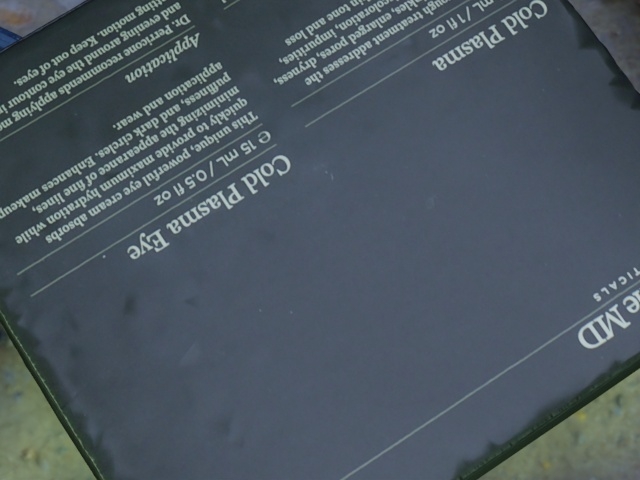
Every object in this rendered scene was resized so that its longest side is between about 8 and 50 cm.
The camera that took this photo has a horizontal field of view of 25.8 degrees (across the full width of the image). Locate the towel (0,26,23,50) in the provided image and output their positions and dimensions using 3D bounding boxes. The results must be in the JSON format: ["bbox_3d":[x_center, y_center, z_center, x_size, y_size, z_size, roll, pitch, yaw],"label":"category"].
[{"bbox_3d":[-0.224,-0.083,0.873,0.067,0.029,0.119,27,66,1],"label":"towel"}]

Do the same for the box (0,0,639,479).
[{"bbox_3d":[0.000,0.000,0.774,0.343,0.179,0.312,-32,76,-9],"label":"box"}]
